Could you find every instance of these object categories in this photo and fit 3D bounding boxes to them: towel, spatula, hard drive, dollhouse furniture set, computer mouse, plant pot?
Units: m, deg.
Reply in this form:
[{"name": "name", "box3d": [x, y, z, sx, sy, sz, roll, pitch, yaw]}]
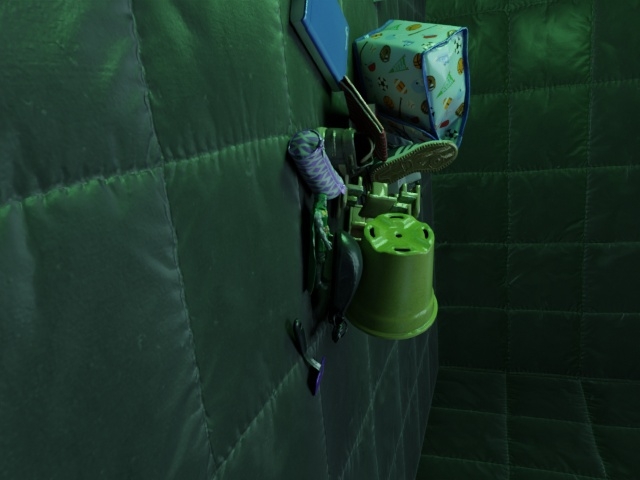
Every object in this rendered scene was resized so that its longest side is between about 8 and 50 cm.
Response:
[{"name": "towel", "box3d": [0.127, -0.335, 1.463, 0.199, 0.031, 0.275, 57, 4, 10]}, {"name": "spatula", "box3d": [-0.026, 0.278, 1.231, 0.297, 0.030, 0.084, 70, 29, -44]}, {"name": "hard drive", "box3d": [0.007, -0.555, 1.314, 0.318, 0.040, 0.210, 35, 57, -67]}, {"name": "dollhouse furniture set", "box3d": [0.145, -0.055, 1.467, 0.242, 0.212, 0.161, 116, -19, -69]}, {"name": "computer mouse", "box3d": [0.065, 0.103, 1.300, 0.188, 0.072, 0.273, -96, -171, -71]}, {"name": "plant pot", "box3d": [0.194, 0.077, 1.374, 0.276, 0.275, 0.254, -66, 162, -50]}]

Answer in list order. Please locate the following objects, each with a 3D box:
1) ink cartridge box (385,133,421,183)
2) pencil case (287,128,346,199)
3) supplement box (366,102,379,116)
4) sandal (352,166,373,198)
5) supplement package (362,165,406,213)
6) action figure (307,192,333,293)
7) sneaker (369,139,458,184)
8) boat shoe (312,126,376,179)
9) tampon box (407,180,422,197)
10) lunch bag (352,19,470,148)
[{"name": "ink cartridge box", "box3d": [0.292, -0.311, 1.951, 0.176, 0.127, 0.128, 64, 7, -51]}, {"name": "pencil case", "box3d": [-0.006, -0.175, 1.207, 0.206, 0.088, 0.087, 55, 41, -60]}, {"name": "supplement box", "box3d": [0.139, -0.410, 1.630, 0.055, 0.083, 0.043, -29, 117, -69]}, {"name": "sandal", "box3d": [0.129, -0.202, 1.651, 0.090, 0.060, 0.220, -30, 104, -75]}, {"name": "supplement package", "box3d": [0.230, -0.135, 1.808, 0.134, 0.138, 0.244, -65, 148, -52]}, {"name": "action figure", "box3d": [0.000, 0.000, 1.256, 0.137, 0.063, 0.232, -66, 156, -73]}, {"name": "sneaker", "box3d": [0.284, -0.272, 1.639, 0.153, 0.282, 0.099, -96, 166, -59]}, {"name": "boat shoe", "box3d": [0.086, -0.231, 1.404, 0.355, 0.130, 0.133, -15, 104, -70]}, {"name": "tampon box", "box3d": [0.339, -0.239, 2.112, 0.121, 0.101, 0.161, 65, 5, 32]}, {"name": "lunch bag", "box3d": [0.302, -0.483, 1.680, 0.238, 0.327, 0.386, -35, 132, -20]}]
